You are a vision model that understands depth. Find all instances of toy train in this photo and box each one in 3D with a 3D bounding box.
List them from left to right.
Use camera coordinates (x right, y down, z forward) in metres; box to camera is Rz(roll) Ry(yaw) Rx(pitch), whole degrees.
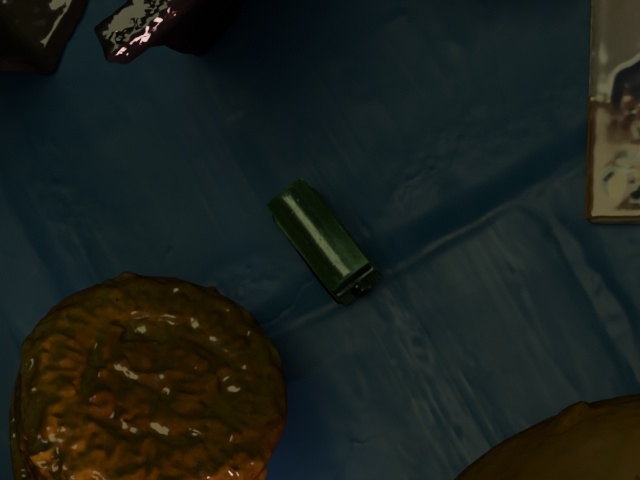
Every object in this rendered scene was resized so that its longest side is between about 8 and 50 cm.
[{"bbox_3d":[0.000,0.000,1.229,0.038,0.056,0.093,-38,75,1],"label":"toy train"}]

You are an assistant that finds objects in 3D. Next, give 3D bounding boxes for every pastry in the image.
[{"bbox_3d":[-0.115,0.116,1.179,0.189,0.103,0.188,6,51,-8],"label":"pastry"}]

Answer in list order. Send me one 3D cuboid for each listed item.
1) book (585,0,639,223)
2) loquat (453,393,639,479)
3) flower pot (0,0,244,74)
[{"bbox_3d":[0.283,-0.156,1.201,0.208,0.020,0.295,0,79,16],"label":"book"},{"bbox_3d":[0.178,0.235,0.991,0.328,0.359,0.328,-18,57,31],"label":"loquat"},{"bbox_3d":[-0.180,-0.249,1.224,0.379,0.251,0.379,-3,80,17],"label":"flower pot"}]
